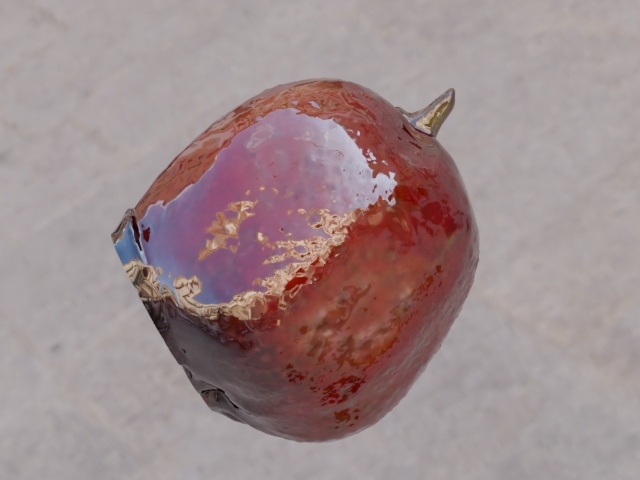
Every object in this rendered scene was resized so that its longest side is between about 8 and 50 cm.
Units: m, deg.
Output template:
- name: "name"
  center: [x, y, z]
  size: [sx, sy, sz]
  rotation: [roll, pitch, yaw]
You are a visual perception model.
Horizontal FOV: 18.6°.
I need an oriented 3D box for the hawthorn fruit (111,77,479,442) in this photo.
- name: "hawthorn fruit"
  center: [0.000, 0.000, 1.222]
  size: [0.250, 0.215, 0.215]
  rotation: [-53, 34, -7]
